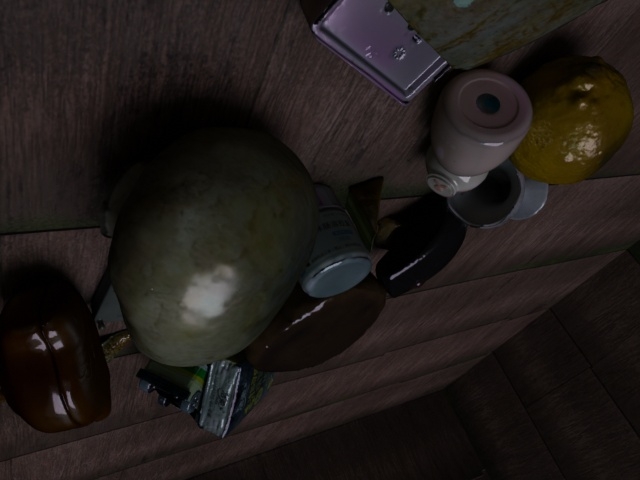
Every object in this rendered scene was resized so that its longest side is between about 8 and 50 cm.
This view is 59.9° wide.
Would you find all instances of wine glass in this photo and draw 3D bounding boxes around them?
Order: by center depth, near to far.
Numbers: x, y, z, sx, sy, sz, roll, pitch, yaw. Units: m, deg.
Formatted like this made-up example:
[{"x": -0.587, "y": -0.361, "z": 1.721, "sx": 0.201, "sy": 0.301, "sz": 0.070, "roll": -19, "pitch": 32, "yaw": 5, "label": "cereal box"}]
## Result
[{"x": 0.372, "y": -0.108, "z": 1.153, "sx": 0.197, "sy": 0.165, "sz": 0.165, "roll": -6, "pitch": 148, "yaw": -48, "label": "wine glass"}]

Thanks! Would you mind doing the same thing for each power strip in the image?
[{"x": -0.304, "y": 0.076, "z": 0.979, "sx": 0.145, "sy": 0.061, "sz": 0.215, "roll": 0, "pitch": 144, "yaw": -39, "label": "power strip"}]

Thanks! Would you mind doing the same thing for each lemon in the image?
[{"x": 0.422, "y": -0.204, "z": 0.962, "sx": 0.204, "sy": 0.204, "sz": 0.260, "roll": -22, "pitch": 152, "yaw": -9, "label": "lemon"}]

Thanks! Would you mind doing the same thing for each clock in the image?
[{"x": 0.090, "y": -0.269, "z": 0.672, "sx": 0.192, "sy": 0.071, "sz": 0.147, "roll": 22, "pitch": 127, "yaw": -42, "label": "clock"}]

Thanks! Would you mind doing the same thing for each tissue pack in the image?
[{"x": -0.176, "y": 0.315, "z": 1.298, "sx": 0.257, "sy": 0.081, "sz": 0.185, "roll": -26, "pitch": 132, "yaw": -70, "label": "tissue pack"}]

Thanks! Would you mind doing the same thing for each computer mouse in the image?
[{"x": 0.240, "y": 0.019, "z": 1.225, "sx": 0.269, "sy": 0.100, "sz": 0.170, "roll": -47, "pitch": 154, "yaw": -4, "label": "computer mouse"}]

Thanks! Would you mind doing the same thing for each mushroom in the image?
[{"x": -0.152, "y": 0.004, "z": 0.759, "sx": 0.352, "sy": 0.260, "sz": 0.352, "roll": -63, "pitch": 173, "yaw": -14, "label": "mushroom"}]

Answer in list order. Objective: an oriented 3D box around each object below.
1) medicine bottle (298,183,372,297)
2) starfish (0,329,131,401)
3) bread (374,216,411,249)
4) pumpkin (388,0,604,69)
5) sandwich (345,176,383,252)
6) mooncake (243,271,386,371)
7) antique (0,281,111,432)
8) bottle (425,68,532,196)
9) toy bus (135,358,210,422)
[{"x": 0.000, "y": 0.000, "z": 0.990, "sx": 0.135, "sy": 0.168, "sz": 0.135, "roll": -20, "pitch": 151, "yaw": -12, "label": "medicine bottle"}, {"x": -0.552, "y": 0.259, "z": 1.082, "sx": 0.347, "sy": 0.078, "sz": 0.358, "roll": -39, "pitch": 150, "yaw": 29, "label": "starfish"}, {"x": 0.159, "y": -0.012, "z": 1.237, "sx": 0.106, "sy": 0.053, "sz": 0.072, "roll": 10, "pitch": 113, "yaw": -53, "label": "bread"}, {"x": 0.104, "y": -0.303, "z": 0.428, "sx": 0.199, "sy": 0.332, "sz": 0.332, "roll": -26, "pitch": 155, "yaw": 27, "label": "pumpkin"}, {"x": 0.106, "y": -0.049, "z": 1.053, "sx": 0.074, "sy": 0.116, "sz": 0.074, "roll": -18, "pitch": 152, "yaw": -14, "label": "sandwich"}, {"x": -0.032, "y": 0.132, "z": 1.180, "sx": 0.324, "sy": 0.187, "sz": 0.324, "roll": -22, "pitch": 152, "yaw": -13, "label": "mooncake"}, {"x": -0.426, "y": 0.192, "z": 0.894, "sx": 0.129, "sy": 0.223, "sz": 0.278, "roll": -13, "pitch": 140, "yaw": -12, "label": "antique"}, {"x": 0.252, "y": -0.166, "z": 0.958, "sx": 0.148, "sy": 0.147, "sz": 0.236, "roll": -20, "pitch": 160, "yaw": -11, "label": "bottle"}, {"x": -0.296, "y": 0.317, "z": 1.286, "sx": 0.276, "sy": 0.134, "sz": 0.164, "roll": 85, "pitch": 29, "yaw": -62, "label": "toy bus"}]
